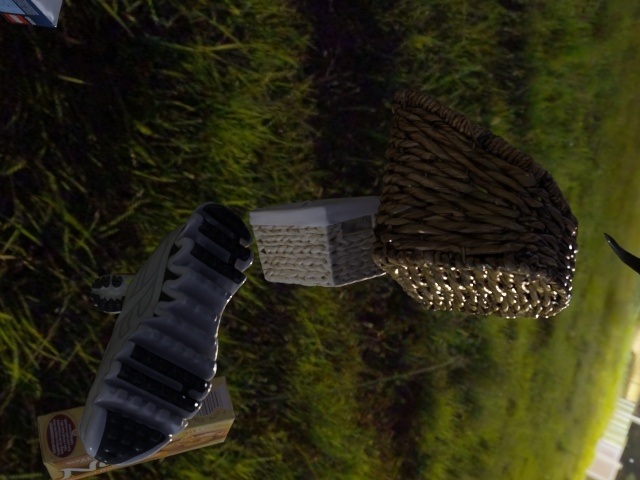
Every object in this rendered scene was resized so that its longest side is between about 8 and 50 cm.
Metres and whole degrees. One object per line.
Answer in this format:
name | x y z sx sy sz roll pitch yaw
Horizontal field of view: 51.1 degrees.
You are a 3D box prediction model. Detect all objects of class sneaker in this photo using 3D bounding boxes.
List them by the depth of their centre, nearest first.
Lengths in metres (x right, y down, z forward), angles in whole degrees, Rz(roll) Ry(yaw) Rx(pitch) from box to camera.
sneaker | -0.169 0.095 0.708 0.110 0.118 0.292 45 50 -32
sneaker | -0.355 0.109 1.468 0.118 0.279 0.107 -46 144 -81

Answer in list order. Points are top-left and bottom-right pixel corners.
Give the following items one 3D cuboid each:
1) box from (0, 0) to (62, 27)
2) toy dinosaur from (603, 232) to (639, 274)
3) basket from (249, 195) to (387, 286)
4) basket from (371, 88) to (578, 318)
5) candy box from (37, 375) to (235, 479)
box | -0.232 -0.308 0.509 0.159 0.044 0.233 68 29 -79
toy dinosaur | 0.472 0.073 0.765 0.160 0.313 0.121 -33 158 -42
basket | 0.000 0.000 0.878 0.113 0.167 0.103 -12 97 -38
basket | 0.209 -0.037 0.834 0.299 0.213 0.223 41 55 -62
candy box | -0.324 0.339 1.198 0.316 0.087 0.183 -8 153 -20
